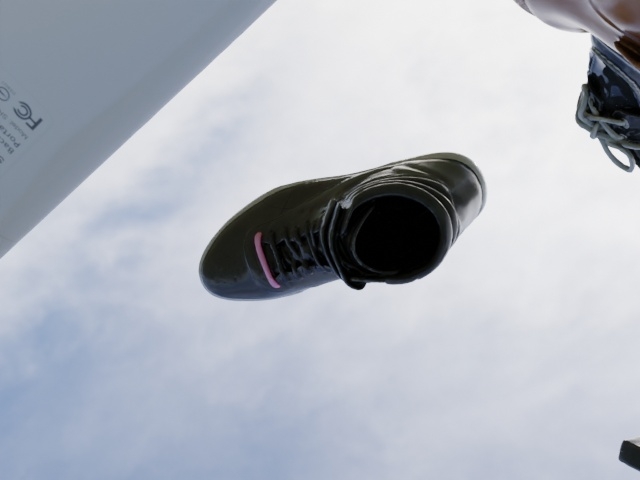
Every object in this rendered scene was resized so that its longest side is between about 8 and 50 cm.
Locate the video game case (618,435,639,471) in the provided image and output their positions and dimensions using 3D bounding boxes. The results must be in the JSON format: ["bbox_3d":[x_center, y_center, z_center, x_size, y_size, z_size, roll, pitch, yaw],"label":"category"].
[{"bbox_3d":[0.436,0.216,0.984,0.274,0.026,0.196,-1,-163,-42],"label":"video game case"}]

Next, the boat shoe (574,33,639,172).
[{"bbox_3d":[0.301,-0.131,1.013,0.105,0.306,0.113,-45,-113,13],"label":"boat shoe"}]

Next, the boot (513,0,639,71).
[{"bbox_3d":[0.222,-0.120,0.628,0.109,0.220,0.283,-38,170,1],"label":"boot"}]

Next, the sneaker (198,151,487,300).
[{"bbox_3d":[0.000,0.000,0.952,0.295,0.105,0.147,-18,-171,19],"label":"sneaker"}]

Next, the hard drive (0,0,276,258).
[{"bbox_3d":[-0.140,-0.155,0.464,0.353,0.233,0.047,-35,-164,35],"label":"hard drive"}]
